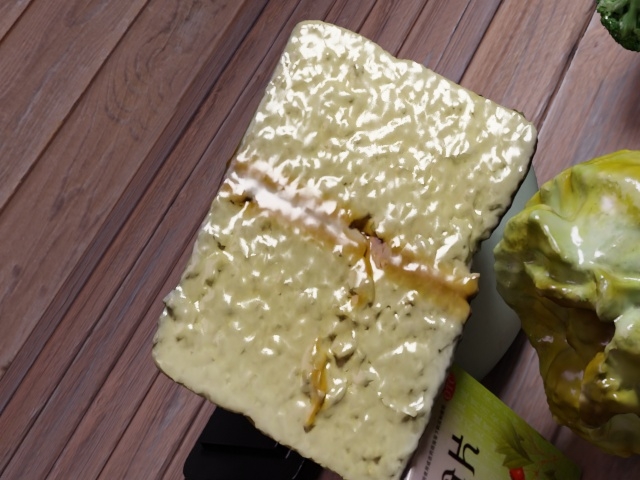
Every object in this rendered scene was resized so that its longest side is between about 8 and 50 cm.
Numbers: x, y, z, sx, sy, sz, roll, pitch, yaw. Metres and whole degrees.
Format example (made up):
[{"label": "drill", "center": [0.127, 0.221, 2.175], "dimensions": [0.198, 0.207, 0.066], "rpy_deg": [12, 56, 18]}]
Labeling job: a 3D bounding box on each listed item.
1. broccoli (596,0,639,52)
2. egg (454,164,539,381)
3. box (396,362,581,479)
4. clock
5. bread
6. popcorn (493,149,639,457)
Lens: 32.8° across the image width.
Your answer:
[{"label": "broccoli", "center": [0.360, -0.279, 1.000], "dimensions": [0.270, 0.270, 0.269], "rpy_deg": [-18, 64, 43]}, {"label": "egg", "center": [0.104, 0.002, 1.077], "dimensions": [0.230, 0.230, 0.370], "rpy_deg": [-26, 30, 45]}, {"label": "box", "center": [0.098, 0.238, 0.793], "dimensions": [0.062, 0.175, 0.260], "rpy_deg": [-24, 34, 45]}, {"label": "clock", "center": [-0.046, 0.179, 1.320], "dimensions": [0.279, 0.049, 0.273], "rpy_deg": [-13, 42, 55]}, {"label": "bread", "center": [0.000, 0.000, 0.965], "dimensions": [0.345, 0.242, 0.405], "rpy_deg": [-64, 1, -9]}, {"label": "popcorn", "center": [0.227, 0.047, 0.783], "dimensions": [0.184, 0.221, 0.204], "rpy_deg": [-20, -13, -13]}]
